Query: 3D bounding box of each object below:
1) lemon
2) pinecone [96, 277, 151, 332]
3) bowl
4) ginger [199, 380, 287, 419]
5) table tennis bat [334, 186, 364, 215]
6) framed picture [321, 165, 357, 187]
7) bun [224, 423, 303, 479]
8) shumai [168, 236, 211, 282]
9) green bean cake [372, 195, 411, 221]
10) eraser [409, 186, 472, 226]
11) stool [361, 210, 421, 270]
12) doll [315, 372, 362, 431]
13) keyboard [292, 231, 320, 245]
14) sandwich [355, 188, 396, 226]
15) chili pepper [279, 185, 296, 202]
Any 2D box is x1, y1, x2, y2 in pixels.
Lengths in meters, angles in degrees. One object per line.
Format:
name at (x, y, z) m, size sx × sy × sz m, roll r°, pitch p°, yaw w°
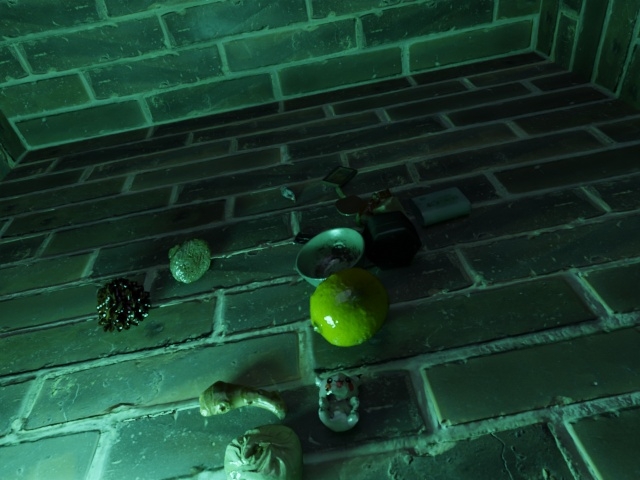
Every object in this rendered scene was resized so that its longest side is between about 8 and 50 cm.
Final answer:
lemon at (0.101, 0.226, 1.496) m, size 0.260 × 0.261 × 0.284 m, roll 11°, pitch 42°, yaw 26°
pinecone at (-0.774, 0.251, 1.721) m, size 0.221 × 0.222 × 0.221 m, roll -7°, pitch 39°, yaw 6°
bowl at (0.059, 0.095, 1.726) m, size 0.289 × 0.146 × 0.289 m, roll -17°, pitch 36°, yaw 13°
ginger at (-0.246, 0.508, 1.374) m, size 0.294 × 0.086 × 0.131 m, roll 4°, pitch 19°, yaw 11°
table tennis bat at (0.131, -0.197, 2.186) m, size 0.138 × 0.022 × 0.246 m, roll -18°, pitch 41°, yaw -9°
framed picture at (0.104, -0.347, 2.366) m, size 0.127 × 0.023 × 0.168 m, roll 20°, pitch 48°, yaw 33°
bun at (-0.157, 0.600, 1.192) m, size 0.229 × 0.145 × 0.229 m, roll -9°, pitch 40°, yaw 8°
shumai at (-0.586, 0.088, 1.936) m, size 0.153 × 0.161 × 0.210 m, roll -7°, pitch 63°, yaw 52°
green bean cake at (0.314, -0.091, 1.881) m, size 0.085 × 0.179 × 0.109 m, roll -21°, pitch 15°, yaw 49°
eraser at (0.542, -0.155, 1.983) m, size 0.226 × 0.081 × 0.174 m, roll -15°, pitch 40°, yaw -6°
stool at (0.282, 0.003, 1.751) m, size 0.232 × 0.232 × 0.141 m, roll -11°, pitch 41°, yaw 0°
doll at (0.059, 0.482, 1.318) m, size 0.149 × 0.095 × 0.192 m, roll -2°, pitch 38°, yaw 2°
keyboard at (0.000, 0.000, 1.977) m, size 0.250 × 0.017 × 0.087 m, roll 6°, pitch 43°, yaw 21°
sandwich at (0.255, -0.141, 1.978) m, size 0.184 × 0.160 × 0.109 m, roll -7°, pitch 19°, yaw -7°
chili pepper at (-0.171, -0.248, 2.303) m, size 0.050 × 0.041 × 0.153 m, roll -57°, pitch 43°, yaw 12°
